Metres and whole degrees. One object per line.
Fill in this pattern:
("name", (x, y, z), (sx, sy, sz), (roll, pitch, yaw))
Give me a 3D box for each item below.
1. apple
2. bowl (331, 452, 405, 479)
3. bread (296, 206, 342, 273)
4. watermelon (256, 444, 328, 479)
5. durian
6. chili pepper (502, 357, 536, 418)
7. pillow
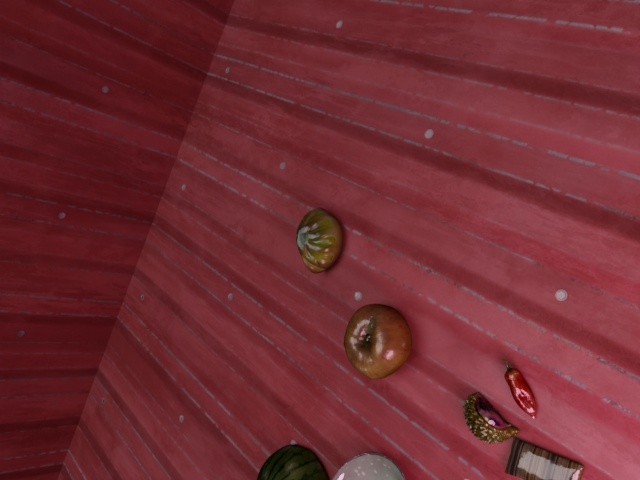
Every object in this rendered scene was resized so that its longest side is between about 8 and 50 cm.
("apple", (0.203, 0.349, 1.871), (0.260, 0.193, 0.261), (-11, 73, 37))
("bowl", (0.178, 0.893, 1.790), (0.313, 0.146, 0.314), (-25, 34, 19))
("bread", (0.004, -0.014, 2.139), (0.156, 0.158, 0.261), (-24, 69, 31))
("watermelon", (-0.137, 0.955, 2.048), (0.330, 0.189, 0.331), (-6, 79, 33))
("durian", (0.491, 0.559, 1.642), (0.186, 0.108, 0.119), (43, 108, 37))
("chili pepper", (0.598, 0.443, 1.613), (0.059, 0.050, 0.191), (-22, 75, -6))
("pillow", (0.642, 0.658, 1.542), (0.203, 0.038, 0.113), (13, 87, 40))
